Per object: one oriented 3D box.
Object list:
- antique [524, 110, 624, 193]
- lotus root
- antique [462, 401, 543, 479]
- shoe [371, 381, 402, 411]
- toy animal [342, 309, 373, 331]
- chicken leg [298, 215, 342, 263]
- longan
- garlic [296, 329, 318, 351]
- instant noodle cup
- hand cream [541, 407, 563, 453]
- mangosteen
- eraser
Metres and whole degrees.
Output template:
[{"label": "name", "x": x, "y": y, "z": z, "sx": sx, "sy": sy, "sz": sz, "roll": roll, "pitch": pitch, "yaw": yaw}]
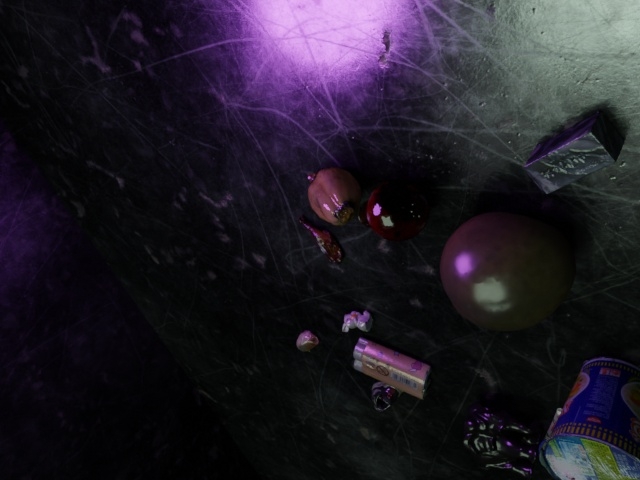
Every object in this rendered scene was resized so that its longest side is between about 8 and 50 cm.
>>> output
[{"label": "antique", "x": 0.535, "y": -0.181, "z": 1.219, "sx": 0.088, "sy": 0.086, "sz": 0.183, "roll": 47, "pitch": 143, "yaw": -8}, {"label": "lotus root", "x": 0.042, "y": -0.122, "z": 1.628, "sx": 0.140, "sy": 0.257, "sz": 0.154, "roll": 20, "pitch": 112, "yaw": -25}, {"label": "antique", "x": 0.623, "y": 0.692, "z": 1.964, "sx": 0.255, "sy": 0.185, "sz": 0.322, "roll": 18, "pitch": 142, "yaw": 25}, {"label": "shoe", "x": 0.250, "y": 0.631, "z": 2.283, "sx": 0.099, "sy": 0.112, "sz": 0.227, "roll": 36, "pitch": 142, "yaw": 3}, {"label": "toy animal", "x": 0.129, "y": 0.293, "z": 2.076, "sx": 0.124, "sy": 0.071, "sz": 0.085, "roll": 3, "pitch": 149, "yaw": 28}, {"label": "chicken leg", "x": 0.005, "y": 0.001, "z": 1.904, "sx": 0.093, "sy": 0.053, "sz": 0.205, "roll": 0, "pitch": 126, "yaw": 59}, {"label": "longan", "x": 0.453, "y": 0.073, "z": 1.400, "sx": 0.319, "sy": 0.319, "sz": 0.319, "roll": 23, "pitch": 140, "yaw": 21}, {"label": "garlic", "x": -0.065, "y": 0.435, "z": 2.391, "sx": 0.084, "sy": 0.066, "sz": 0.152, "roll": 37, "pitch": 141, "yaw": 1}, {"label": "instant noodle cup", "x": 0.768, "y": 0.489, "z": 1.520, "sx": 0.284, "sy": 0.312, "sz": 0.284, "roll": 22, "pitch": 139, "yaw": 21}, {"label": "hand cream", "x": 0.791, "y": 0.641, "z": 1.887, "sx": 0.080, "sy": 0.050, "sz": 0.234, "roll": 26, "pitch": 135, "yaw": 24}, {"label": "mangosteen", "x": 0.196, "y": -0.083, "z": 1.549, "sx": 0.200, "sy": 0.200, "sz": 0.200, "roll": 23, "pitch": 140, "yaw": 21}, {"label": "eraser", "x": 0.268, "y": 0.482, "z": 2.139, "sx": 0.290, "sy": 0.087, "sz": 0.171, "roll": 19, "pitch": 136, "yaw": 25}]
